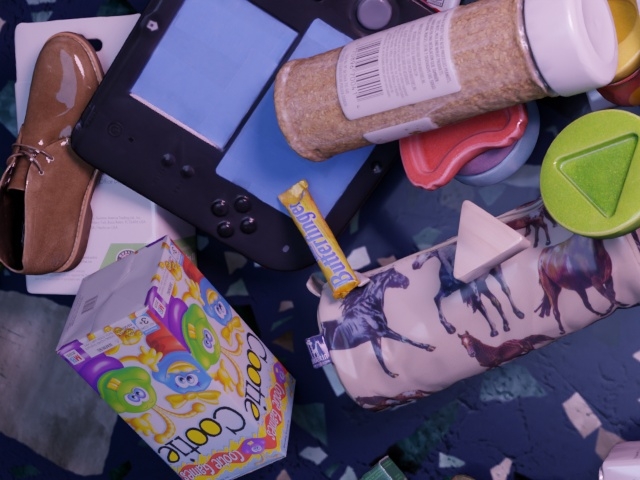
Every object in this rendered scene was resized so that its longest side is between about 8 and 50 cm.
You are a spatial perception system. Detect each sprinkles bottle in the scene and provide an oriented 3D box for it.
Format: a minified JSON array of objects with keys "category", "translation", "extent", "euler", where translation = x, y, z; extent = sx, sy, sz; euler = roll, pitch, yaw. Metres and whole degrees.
[{"category":"sprinkles bottle","translation":[0.122,-0.176,1.259],"extent":[0.355,0.121,0.121],"euler":[-12,90,34]}]

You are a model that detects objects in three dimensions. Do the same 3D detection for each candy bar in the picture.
[{"category":"candy bar","translation":[0.000,0.000,1.417],"extent":[0.040,0.018,0.161],"euler":[-35,63,13]}]

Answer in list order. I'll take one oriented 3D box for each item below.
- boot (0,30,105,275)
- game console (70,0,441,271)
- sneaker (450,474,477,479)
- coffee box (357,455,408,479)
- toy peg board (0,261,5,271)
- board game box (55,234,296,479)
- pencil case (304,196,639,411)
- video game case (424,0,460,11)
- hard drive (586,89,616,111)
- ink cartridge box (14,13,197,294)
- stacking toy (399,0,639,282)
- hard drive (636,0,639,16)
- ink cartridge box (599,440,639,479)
[{"category":"boot","translation":[-0.333,-0.104,1.482],"extent":[0.112,0.115,0.305],"euler":[10,98,22]},{"category":"game console","translation":[-0.063,-0.173,1.423],"extent":[0.342,0.060,0.386],"euler":[29,112,-16]},{"category":"sneaker","translation":[0.249,0.324,1.447],"extent":[0.192,0.064,0.086],"euler":[37,100,15]},{"category":"coffee box","translation":[0.099,0.378,1.521],"extent":[0.113,0.040,0.184],"euler":[-45,78,20]},{"category":"toy peg board","translation":[-0.503,0.049,1.682],"extent":[0.079,0.160,0.161],"euler":[26,105,2]},{"category":"board game box","translation":[-0.168,0.155,1.486],"extent":[0.142,0.144,0.275],"euler":[-26,120,22]},{"category":"pencil case","translation":[0.185,0.054,1.388],"extent":[0.410,0.160,0.183],"euler":[-26,109,23]},{"category":"video game case","translation":[0.062,-0.257,1.486],"extent":[0.190,0.022,0.173],"euler":[22,103,18]},{"category":"hard drive","translation":[0.419,-0.285,1.325],"extent":[0.307,0.040,0.203],"euler":[-17,88,23]},{"category":"ink cartridge box","translation":[-0.280,-0.110,1.587],"extent":[0.207,0.119,0.353],"euler":[0,96,21]},{"category":"stacking toy","translation":[0.253,-0.099,1.298],"extent":[0.309,0.130,0.279],"euler":[-23,63,30]},{"category":"hard drive","translation":[0.462,-0.268,1.200],"extent":[0.318,0.040,0.210],"euler":[-10,87,-14]},{"category":"ink cartridge box","translation":[0.464,0.318,1.323],"extent":[0.278,0.117,0.201],"euler":[-8,92,22]}]
